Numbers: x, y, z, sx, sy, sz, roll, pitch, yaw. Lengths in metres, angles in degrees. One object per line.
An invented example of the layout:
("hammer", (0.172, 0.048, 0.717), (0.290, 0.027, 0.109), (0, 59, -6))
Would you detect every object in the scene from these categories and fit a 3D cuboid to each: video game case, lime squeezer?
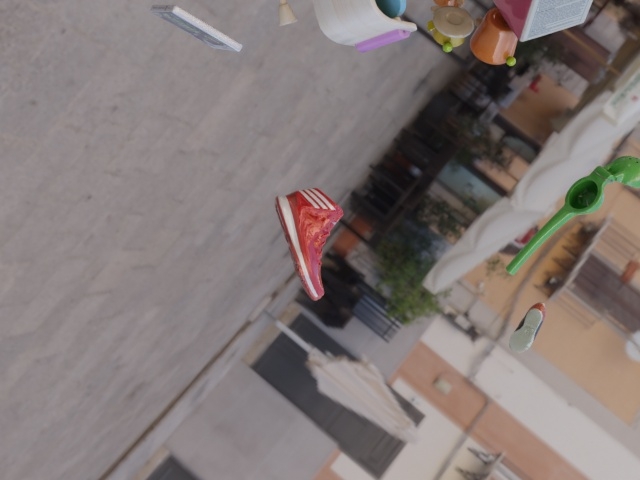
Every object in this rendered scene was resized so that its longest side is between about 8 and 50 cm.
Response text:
("video game case", (-0.301, -0.512, 2.015), (0.173, 0.190, 0.022), (27, -89, 58))
("lime squeezer", (0.386, -0.056, 1.149), (0.310, 0.059, 0.110), (-23, 143, -8))

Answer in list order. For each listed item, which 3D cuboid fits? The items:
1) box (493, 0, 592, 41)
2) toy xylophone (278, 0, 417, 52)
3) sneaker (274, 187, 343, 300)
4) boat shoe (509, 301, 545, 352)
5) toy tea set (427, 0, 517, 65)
("box", (0.436, -0.513, 1.576), (0.149, 0.126, 0.232), (-18, 153, -10))
("toy xylophone", (0.016, -0.422, 1.172), (0.081, 0.322, 0.236), (-21, -161, -37))
("sneaker", (0.000, 0.000, 1.656), (0.128, 0.221, 0.087), (-19, -171, -8))
("boat shoe", (0.464, 0.195, 1.869), (0.043, 0.049, 0.137), (-44, 157, -51))
("toy tea set", (0.318, -0.503, 1.788), (0.124, 0.200, 0.336), (105, -9, -58))
